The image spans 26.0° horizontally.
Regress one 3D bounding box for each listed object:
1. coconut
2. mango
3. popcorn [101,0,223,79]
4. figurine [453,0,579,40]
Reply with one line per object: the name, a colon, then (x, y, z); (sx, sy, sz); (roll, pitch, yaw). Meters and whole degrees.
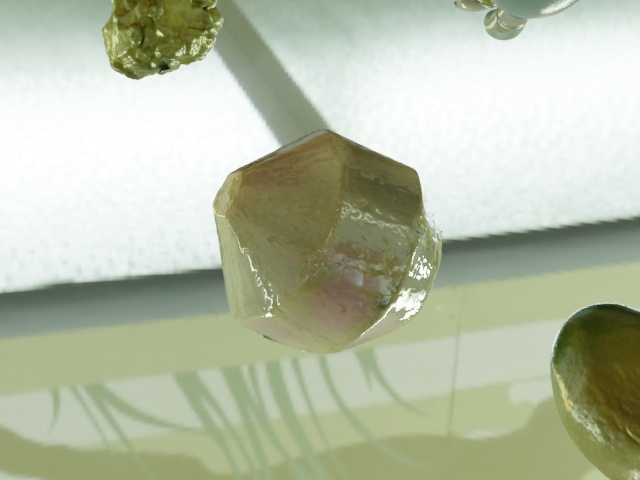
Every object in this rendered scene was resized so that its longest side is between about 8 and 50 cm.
coconut: (0.000, 0.000, 1.414); (0.237, 0.236, 0.197); (-11, -170, -23)
mango: (0.256, 0.127, 1.068); (0.091, 0.137, 0.237); (37, 170, -31)
popcorn: (-0.218, -0.286, 1.876); (0.174, 0.142, 0.173); (5, -173, -1)
figurine: (0.285, -0.392, 1.859); (0.205, 0.224, 0.382); (21, -177, 9)
